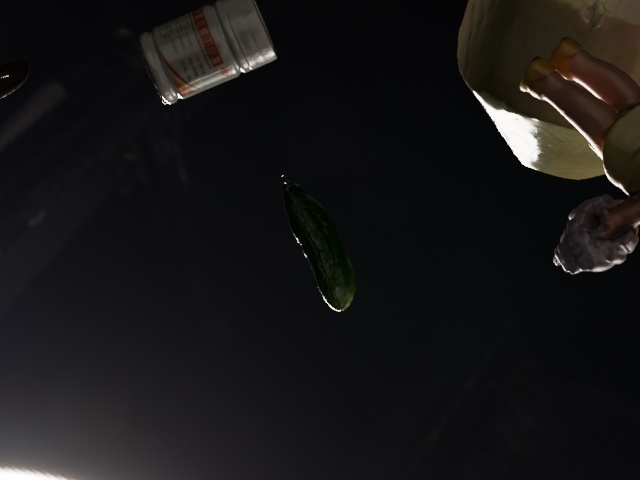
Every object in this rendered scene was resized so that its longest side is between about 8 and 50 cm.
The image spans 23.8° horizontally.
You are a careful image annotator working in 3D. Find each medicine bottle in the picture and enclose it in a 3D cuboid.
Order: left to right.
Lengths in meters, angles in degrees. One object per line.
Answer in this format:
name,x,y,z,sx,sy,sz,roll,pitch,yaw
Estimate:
medicine bottle,-0.082,-0.140,1.102,0.089,0.057,0.057,-22,-30,3

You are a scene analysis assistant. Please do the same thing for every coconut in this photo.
coconut,0.236,-0.166,1.285,0.259,0.259,0.259,-44,-31,-36

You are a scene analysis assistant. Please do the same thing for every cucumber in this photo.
cucumber,0.000,0.000,1.321,0.037,0.155,0.037,-16,-37,-12

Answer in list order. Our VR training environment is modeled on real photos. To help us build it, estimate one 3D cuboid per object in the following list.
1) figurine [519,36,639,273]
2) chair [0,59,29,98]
figurine,0.240,-0.045,0.985,0.174,0.240,0.116,-40,-31,-36
chair,-0.468,-0.077,1.754,0.326,0.175,0.183,-24,-81,-38
